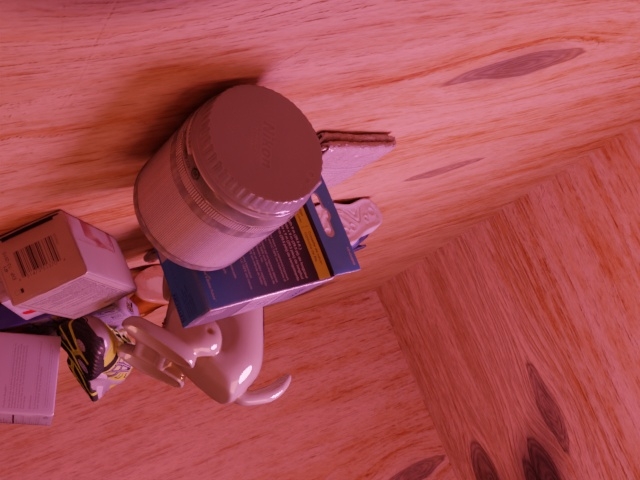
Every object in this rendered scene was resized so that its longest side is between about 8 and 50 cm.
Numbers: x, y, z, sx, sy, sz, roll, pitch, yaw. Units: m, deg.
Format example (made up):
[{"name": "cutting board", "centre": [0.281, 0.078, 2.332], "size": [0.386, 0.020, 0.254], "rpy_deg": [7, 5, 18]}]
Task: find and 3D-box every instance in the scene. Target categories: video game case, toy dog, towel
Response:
[{"name": "video game case", "centre": [-0.574, 0.174, 2.157], "size": [0.269, 0.061, 0.244], "rpy_deg": [-15, 162, 0]}, {"name": "toy dog", "centre": [-0.195, 0.114, 2.030], "size": [0.285, 0.395, 0.408], "rpy_deg": [103, 13, -64]}, {"name": "towel", "centre": [0.023, -0.163, 1.966], "size": [0.187, 0.049, 0.282], "rpy_deg": [-30, 168, 34]}]

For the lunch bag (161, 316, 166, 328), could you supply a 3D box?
[{"name": "lunch bag", "centre": [-0.281, 0.159, 2.481], "size": [0.293, 0.120, 0.258], "rpy_deg": [-41, -177, -11]}]

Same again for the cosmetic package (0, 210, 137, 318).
[{"name": "cosmetic package", "centre": [-0.471, 0.052, 1.770], "size": [0.153, 0.129, 0.296], "rpy_deg": [-25, 169, 0]}]

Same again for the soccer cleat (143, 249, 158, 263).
[{"name": "soccer cleat", "centre": [-0.364, 0.027, 2.150], "size": [0.083, 0.029, 0.036], "rpy_deg": [-20, 161, -33]}]

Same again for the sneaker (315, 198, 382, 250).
[{"name": "sneaker", "centre": [0.000, -0.001, 2.491], "size": [0.236, 0.130, 0.322], "rpy_deg": [-36, 169, 36]}]

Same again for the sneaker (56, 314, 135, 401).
[{"name": "sneaker", "centre": [-0.499, 0.241, 2.157], "size": [0.147, 0.145, 0.385], "rpy_deg": [-35, 169, -23]}]

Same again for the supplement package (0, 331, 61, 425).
[{"name": "supplement package", "centre": [-0.725, 0.298, 2.059], "size": [0.292, 0.178, 0.175], "rpy_deg": [7, 161, -16]}]

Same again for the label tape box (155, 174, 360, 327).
[{"name": "label tape box", "centre": [-0.125, -0.007, 1.722], "size": [0.347, 0.249, 0.115], "rpy_deg": [-13, 165, -40]}]

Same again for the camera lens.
[{"name": "camera lens", "centre": [-0.152, -0.091, 1.486], "size": [0.219, 0.219, 0.274], "rpy_deg": [-14, 166, -40]}]

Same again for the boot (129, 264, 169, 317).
[{"name": "boot", "centre": [-0.431, 0.143, 2.371], "size": [0.211, 0.104, 0.295], "rpy_deg": [-29, 172, 26]}]

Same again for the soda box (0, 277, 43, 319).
[{"name": "soda box", "centre": [-0.593, 0.100, 1.894], "size": [0.069, 0.074, 0.216], "rpy_deg": [-22, 169, -9]}]
